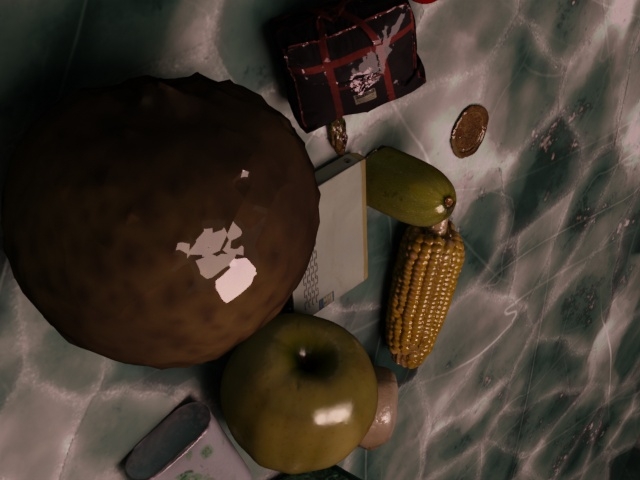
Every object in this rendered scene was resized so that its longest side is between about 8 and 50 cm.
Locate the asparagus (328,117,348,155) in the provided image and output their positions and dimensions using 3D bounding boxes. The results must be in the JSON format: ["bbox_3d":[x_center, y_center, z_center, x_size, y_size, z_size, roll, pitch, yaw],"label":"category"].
[{"bbox_3d":[0.025,-0.204,1.718,0.036,0.030,0.165,-49,144,-35],"label":"asparagus"}]

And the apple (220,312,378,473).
[{"bbox_3d":[-0.034,0.265,1.795,0.279,0.279,0.279,-29,135,-34],"label":"apple"}]

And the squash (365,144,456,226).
[{"bbox_3d":[0.161,-0.088,1.834,0.123,0.186,0.123,-22,124,-37],"label":"squash"}]

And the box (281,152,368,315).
[{"bbox_3d":[0.000,0.000,1.822,0.211,0.045,0.270,-33,137,-29],"label":"box"}]

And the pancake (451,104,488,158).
[{"bbox_3d":[0.286,-0.208,2.032,0.115,0.011,0.115,-27,132,-34],"label":"pancake"}]

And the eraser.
[{"bbox_3d":[-0.222,0.400,1.821,0.174,0.081,0.227,-44,142,-18],"label":"eraser"}]

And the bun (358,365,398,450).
[{"bbox_3d":[0.086,0.333,2.099,0.113,0.166,0.173,9,105,-6],"label":"bun"}]

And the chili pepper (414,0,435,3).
[{"bbox_3d":[0.156,-0.430,1.614,0.131,0.134,0.338,-49,141,11],"label":"chili pepper"}]

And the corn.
[{"bbox_3d":[0.196,0.097,2.050,0.130,0.130,0.347,-20,131,-40],"label":"corn"}]

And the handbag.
[{"bbox_3d":[0.040,-0.276,1.563,0.215,0.155,0.169,-22,132,-1],"label":"handbag"}]

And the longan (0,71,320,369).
[{"bbox_3d":[-0.193,-0.033,1.309,0.391,0.391,0.391,-29,135,-34],"label":"longan"}]

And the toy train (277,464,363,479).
[{"bbox_3d":[-0.037,0.577,2.110,0.299,0.167,0.238,-24,122,-40],"label":"toy train"}]
